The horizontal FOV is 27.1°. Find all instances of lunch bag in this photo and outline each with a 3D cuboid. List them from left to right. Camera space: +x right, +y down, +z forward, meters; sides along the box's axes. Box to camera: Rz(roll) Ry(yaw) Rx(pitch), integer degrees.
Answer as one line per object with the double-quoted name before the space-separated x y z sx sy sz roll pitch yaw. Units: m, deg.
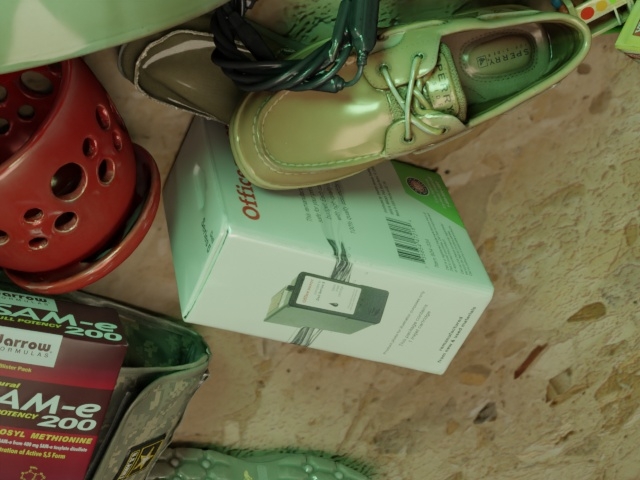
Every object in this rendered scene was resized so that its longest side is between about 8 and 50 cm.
"lunch bag" -0.269 0.180 1.346 0.287 0.169 0.235 14 117 -32

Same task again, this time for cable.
"cable" -0.021 -0.207 1.131 0.150 0.185 0.047 -4 160 19

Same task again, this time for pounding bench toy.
"pounding bench toy" 0.260 -0.213 1.256 0.065 0.052 0.083 -28 129 7

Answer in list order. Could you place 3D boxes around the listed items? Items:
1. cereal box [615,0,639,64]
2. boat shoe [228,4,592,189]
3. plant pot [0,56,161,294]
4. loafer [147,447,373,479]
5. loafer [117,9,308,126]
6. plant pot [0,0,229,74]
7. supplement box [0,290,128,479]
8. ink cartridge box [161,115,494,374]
"cereal box" 0.408 -0.206 1.264 0.240 0.047 0.173 25 91 -30
"boat shoe" 0.081 -0.138 1.165 0.341 0.110 0.122 -25 103 -22
"plant pot" -0.249 -0.057 1.155 0.191 0.191 0.174 -28 134 7
"loafer" -0.069 0.312 1.541 0.319 0.112 0.111 11 128 -13
"loafer" -0.058 -0.142 1.203 0.251 0.087 0.094 9 124 -21
"plant pot" -0.231 -0.289 0.934 0.323 0.323 0.280 -14 113 -4
"supplement box" -0.271 0.169 1.191 0.130 0.073 0.239 11 111 -25
"ink cartridge box" 0.000 0.000 1.256 0.272 0.198 0.115 14 123 -23
